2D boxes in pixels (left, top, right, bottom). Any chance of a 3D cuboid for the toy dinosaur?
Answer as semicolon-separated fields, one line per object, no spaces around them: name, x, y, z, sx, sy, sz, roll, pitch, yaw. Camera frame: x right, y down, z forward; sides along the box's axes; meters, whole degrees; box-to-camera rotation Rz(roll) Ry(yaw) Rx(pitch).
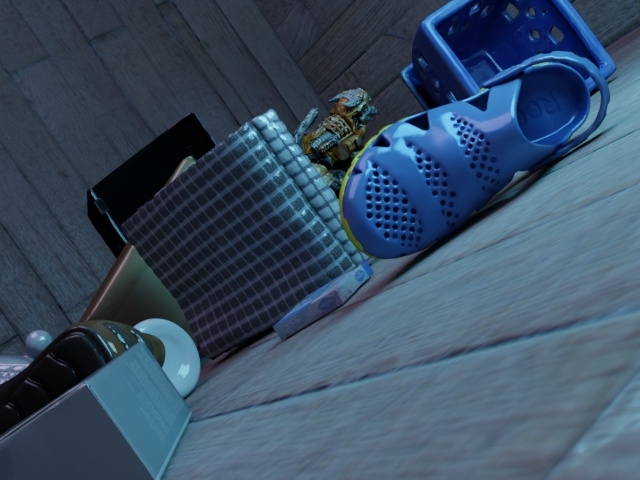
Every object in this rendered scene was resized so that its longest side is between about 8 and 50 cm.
toy dinosaur;-0.003;-0.098;1.421;0.322;0.218;0.164;-42;43;4

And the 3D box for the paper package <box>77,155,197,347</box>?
paper package;-0.260;0.069;1.400;0.325;0.168;0.309;-64;14;-24

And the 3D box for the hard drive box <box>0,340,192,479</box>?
hard drive box;-0.210;0.178;0.670;0.181;0.089;0.232;-35;1;-1

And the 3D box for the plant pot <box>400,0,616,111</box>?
plant pot;0.279;-0.265;1.348;0.236;0.236;0.212;-35;-5;-17

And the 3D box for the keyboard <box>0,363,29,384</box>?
keyboard;-0.461;0.277;1.129;0.072;0.014;0.256;-4;51;15

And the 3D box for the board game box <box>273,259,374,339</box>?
board game box;0.004;0.063;0.901;0.090;0.020;0.090;-33;3;30

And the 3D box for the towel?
towel;-0.105;0.005;1.075;0.283;0.235;0.121;-33;8;37

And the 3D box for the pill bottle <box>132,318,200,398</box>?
pill bottle;-0.235;0.172;1.029;0.184;0.103;0.103;-33;2;40

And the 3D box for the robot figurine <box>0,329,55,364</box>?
robot figurine;-0.500;0.284;1.339;0.353;0.199;0.300;150;141;-74

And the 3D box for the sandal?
sandal;0.154;-0.094;0.806;0.317;0.126;0.138;-37;6;-17

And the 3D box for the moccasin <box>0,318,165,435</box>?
moccasin;-0.323;0.216;0.896;0.380;0.139;0.147;-44;-18;10

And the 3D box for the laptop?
laptop;-0.278;0.005;1.748;0.236;0.382;0.408;-34;2;-18
